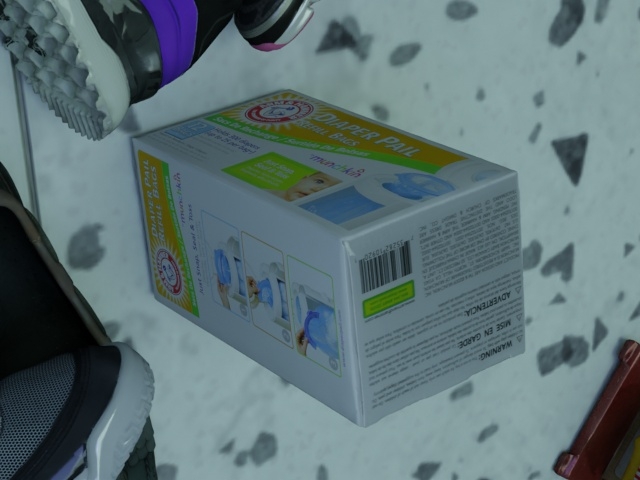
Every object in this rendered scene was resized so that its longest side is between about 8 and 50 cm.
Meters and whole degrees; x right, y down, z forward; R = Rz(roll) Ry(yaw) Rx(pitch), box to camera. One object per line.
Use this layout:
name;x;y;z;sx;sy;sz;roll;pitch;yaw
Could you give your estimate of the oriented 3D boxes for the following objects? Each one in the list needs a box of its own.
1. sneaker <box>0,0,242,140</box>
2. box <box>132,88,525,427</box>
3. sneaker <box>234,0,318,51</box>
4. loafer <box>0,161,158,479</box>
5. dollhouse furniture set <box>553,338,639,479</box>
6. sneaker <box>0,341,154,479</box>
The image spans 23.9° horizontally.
sneaker;-0.113;-0.205;0.722;0.146;0.102;0.293;-35;130;-23
box;0.000;0.000;0.806;0.114;0.203;0.103;-21;118;-31
sneaker;-0.032;-0.189;0.807;0.075;0.063;0.170;6;98;-38
loafer;-0.149;0.072;0.798;0.096;0.084;0.267;-35;124;-21
dollhouse furniture set;0.361;0.070;1.097;0.152;0.201;0.374;29;89;-39
sneaker;-0.219;0.100;0.708;0.268;0.101;0.153;-31;121;8
